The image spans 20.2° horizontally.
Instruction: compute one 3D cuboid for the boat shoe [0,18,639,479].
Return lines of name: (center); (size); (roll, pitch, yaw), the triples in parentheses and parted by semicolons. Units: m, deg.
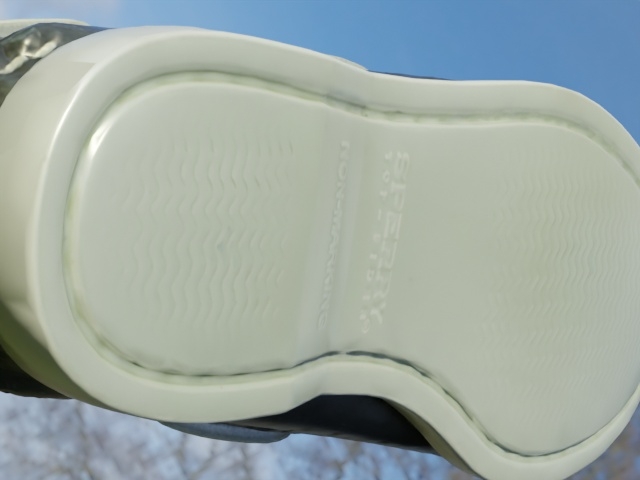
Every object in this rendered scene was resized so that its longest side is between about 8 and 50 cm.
boat shoe: (0.000, 0.000, 0.471); (0.091, 0.114, 0.302); (11, -6, 35)
